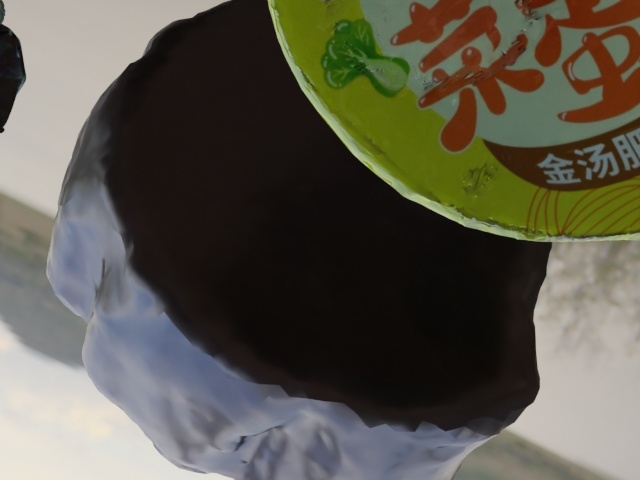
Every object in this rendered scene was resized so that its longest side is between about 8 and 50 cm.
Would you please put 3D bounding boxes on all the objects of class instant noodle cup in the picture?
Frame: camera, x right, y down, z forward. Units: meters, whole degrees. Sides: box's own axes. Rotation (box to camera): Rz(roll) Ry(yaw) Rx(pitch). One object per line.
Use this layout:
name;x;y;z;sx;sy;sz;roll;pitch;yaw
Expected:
instant noodle cup;0.114;-0.143;1.008;0.311;0.311;0.221;26;177;-2

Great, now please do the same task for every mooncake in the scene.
mooncake;0.000;0.000;1.234;0.350;0.381;0.212;34;140;6

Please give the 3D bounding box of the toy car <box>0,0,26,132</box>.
toy car;-0.239;-0.106;0.854;0.205;0.095;0.056;29;166;-10
